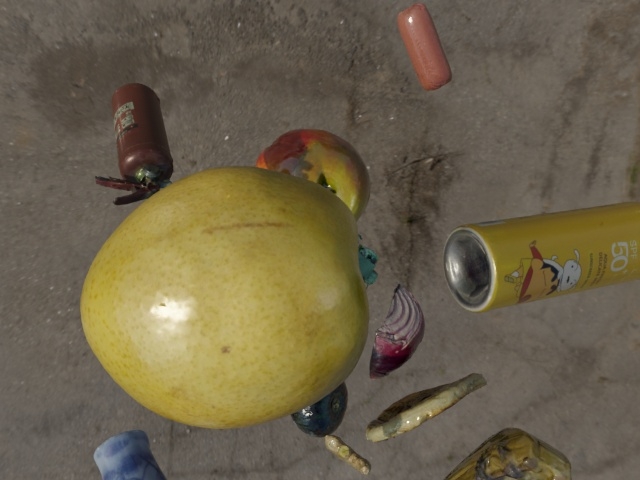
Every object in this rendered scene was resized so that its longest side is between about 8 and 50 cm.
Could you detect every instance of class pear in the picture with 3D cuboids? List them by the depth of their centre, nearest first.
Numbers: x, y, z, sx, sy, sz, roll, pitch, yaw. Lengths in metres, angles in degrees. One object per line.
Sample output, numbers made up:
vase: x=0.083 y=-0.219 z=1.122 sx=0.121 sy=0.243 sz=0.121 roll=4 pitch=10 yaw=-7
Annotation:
pear: x=-0.094 y=0.064 z=0.634 sx=0.314 sy=0.314 sz=0.315 roll=-1 pitch=96 yaw=-13

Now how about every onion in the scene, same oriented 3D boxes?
onion: x=0.219 y=0.269 z=1.495 sx=0.111 sy=0.250 sz=0.248 roll=14 pitch=133 yaw=17

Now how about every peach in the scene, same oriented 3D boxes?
peach: x=-0.039 y=-0.150 z=1.589 sx=0.369 sy=0.370 sz=0.371 roll=-1 pitch=96 yaw=-13

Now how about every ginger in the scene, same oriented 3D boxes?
ginger: x=0.082 y=0.603 z=1.553 sx=0.051 sy=0.173 sz=0.070 roll=-51 pitch=135 yaw=-24

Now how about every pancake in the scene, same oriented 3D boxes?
pancake: x=0.264 y=0.424 z=1.415 sx=0.355 sy=0.356 sz=0.065 roll=-26 pitch=76 yaw=-9

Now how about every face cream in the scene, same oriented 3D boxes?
face cream: x=0.329 y=0.011 z=0.697 sx=0.348 sy=0.105 sz=0.105 roll=-8 pitch=98 yaw=-21

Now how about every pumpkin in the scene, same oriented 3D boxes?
pumpkin: x=-0.004 y=0.549 z=1.885 sx=0.233 sy=0.162 sz=0.233 roll=12 pitch=76 yaw=-55

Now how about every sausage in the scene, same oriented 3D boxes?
sausage: x=0.190 y=-0.352 z=1.009 sx=0.062 sy=0.062 sz=0.154 roll=-29 pitch=108 yaw=-9

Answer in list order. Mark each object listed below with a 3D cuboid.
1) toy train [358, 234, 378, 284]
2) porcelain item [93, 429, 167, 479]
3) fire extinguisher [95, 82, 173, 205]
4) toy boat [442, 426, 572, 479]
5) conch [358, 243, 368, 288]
toy train: x=0.000 y=0.000 z=1.043 sx=0.251 sy=0.119 sz=0.085 roll=39 pitch=74 yaw=-2
porcelain item: x=-0.268 y=0.428 z=0.852 sx=0.141 sy=0.141 sz=0.259 roll=-32 pitch=59 yaw=-8
fire extinguisher: x=-0.380 y=-0.188 z=1.119 sx=0.147 sy=0.337 sz=0.107 roll=-2 pitch=135 yaw=-22
toy boat: x=0.128 y=0.294 z=0.522 sx=0.089 sy=0.121 sz=0.321 roll=30 pitch=124 yaw=10
conch: x=0.128 y=0.100 z=1.877 sx=0.105 sy=0.116 sz=0.173 roll=21 pitch=79 yaw=1
